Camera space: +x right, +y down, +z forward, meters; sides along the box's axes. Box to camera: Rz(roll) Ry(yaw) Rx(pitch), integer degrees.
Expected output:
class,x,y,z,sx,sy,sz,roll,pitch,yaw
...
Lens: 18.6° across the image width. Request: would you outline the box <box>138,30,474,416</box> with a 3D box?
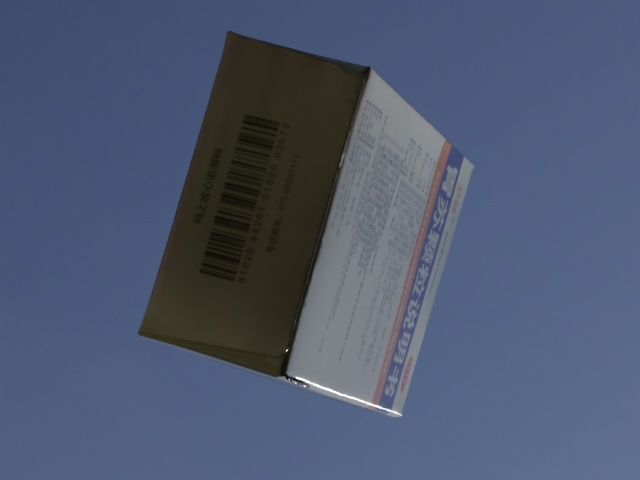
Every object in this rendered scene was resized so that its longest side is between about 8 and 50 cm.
class,x,y,z,sx,sy,sz,roll,pitch,yaw
box,0.000,0.000,1.317,0.106,0.299,0.200,15,-95,18
